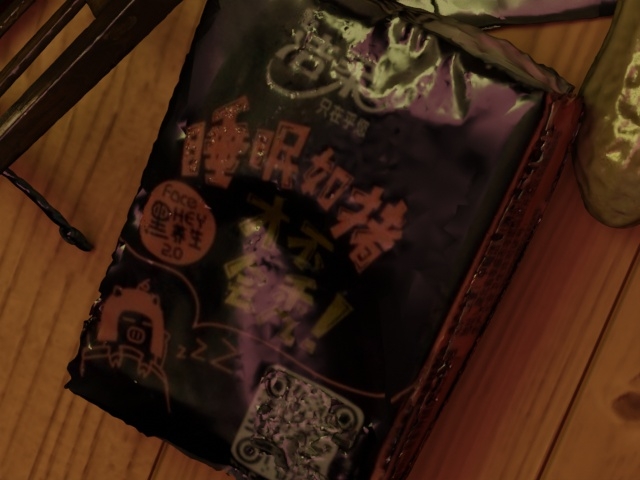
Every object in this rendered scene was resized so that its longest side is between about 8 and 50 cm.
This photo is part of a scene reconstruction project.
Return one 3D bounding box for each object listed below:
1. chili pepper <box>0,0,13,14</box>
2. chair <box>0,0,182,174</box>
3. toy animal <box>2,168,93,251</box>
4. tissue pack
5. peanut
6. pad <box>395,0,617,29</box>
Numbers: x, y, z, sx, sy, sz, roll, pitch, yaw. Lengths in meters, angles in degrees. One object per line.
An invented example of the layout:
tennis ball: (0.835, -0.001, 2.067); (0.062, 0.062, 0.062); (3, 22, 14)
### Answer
chili pepper: (-0.256, -0.171, 1.101); (0.191, 0.050, 0.059); (-25, 86, 8)
chair: (-0.161, -0.263, 0.928); (0.416, 0.240, 0.203); (-41, 42, 7)
toy animal: (-0.275, -0.063, 1.100); (0.252, 0.079, 0.070); (21, 100, 11)
tissue pack: (0.000, 0.000, 1.007); (0.245, 0.123, 0.332); (28, 108, 15)
peanut: (0.217, -0.108, 0.968); (0.098, 0.090, 0.214); (30, 105, 41)
pad: (0.112, -0.252, 1.020); (0.174, 0.022, 0.233); (-6, 94, 14)
